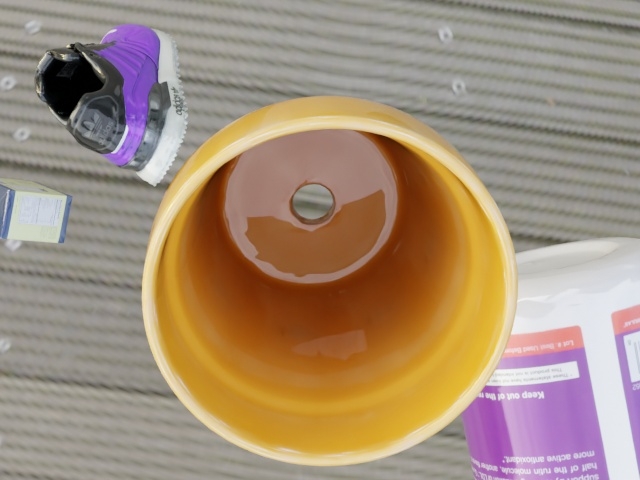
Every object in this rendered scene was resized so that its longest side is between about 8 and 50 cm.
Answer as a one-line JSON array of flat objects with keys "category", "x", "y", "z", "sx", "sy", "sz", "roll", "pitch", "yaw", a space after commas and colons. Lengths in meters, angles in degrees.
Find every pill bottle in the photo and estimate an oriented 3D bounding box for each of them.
[{"category": "pill bottle", "x": 0.206, "y": 0.169, "z": 1.160, "sx": 0.181, "sy": 0.181, "sz": 0.323, "roll": -11, "pitch": 97, "yaw": 5}]

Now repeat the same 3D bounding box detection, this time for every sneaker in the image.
[{"category": "sneaker", "x": -0.233, "y": -0.176, "z": 1.629, "sx": 0.146, "sy": 0.293, "sz": 0.102, "roll": 21, "pitch": 111, "yaw": -24}]

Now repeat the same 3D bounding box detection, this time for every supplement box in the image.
[{"category": "supplement box", "x": -0.339, "y": -0.035, "z": 1.716, "sx": 0.083, "sy": 0.083, "sz": 0.056, "roll": 5, "pitch": 100, "yaw": -42}]

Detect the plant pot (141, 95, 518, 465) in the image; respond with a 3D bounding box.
[{"category": "plant pot", "x": 0.000, "y": 0.000, "z": 0.911, "sx": 0.205, "sy": 0.188, "sz": 0.205, "roll": -1, "pitch": 110, "yaw": -3}]
